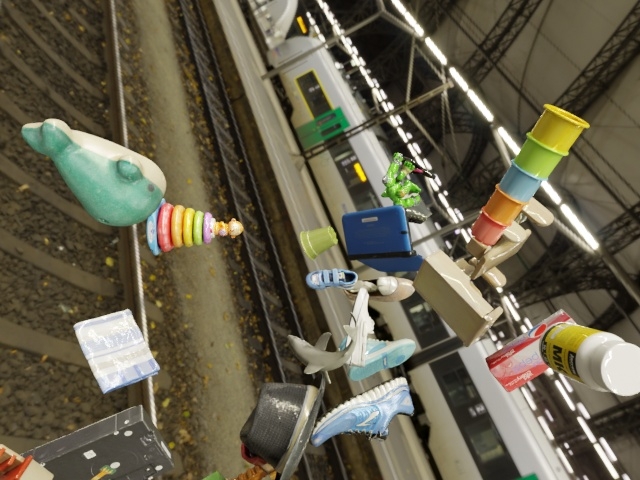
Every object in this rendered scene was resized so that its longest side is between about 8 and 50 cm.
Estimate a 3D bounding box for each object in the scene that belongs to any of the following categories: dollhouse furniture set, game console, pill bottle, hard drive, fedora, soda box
[{"bbox_3d":[0.534,0.105,1.415,0.256,0.394,0.362,51,-27,28],"label":"dollhouse furniture set"},{"bbox_3d":[0.246,0.004,1.592,0.173,0.293,0.250,-13,94,-41],"label":"game console"},{"bbox_3d":[0.566,0.244,0.944,0.119,0.119,0.208,64,-3,1],"label":"pill bottle"},{"bbox_3d":[-0.587,0.583,1.171,0.064,0.339,0.237,-129,-159,-53],"label":"hard drive"},{"bbox_3d":[-0.108,0.460,1.160,0.152,0.334,0.334,25,8,1],"label":"fedora"},{"bbox_3d":[0.604,0.311,1.267,0.092,0.263,0.083,50,14,-1],"label":"soda box"},{"bbox_3d":[-0.653,0.550,0.860,0.135,0.262,0.259,50,18,-24],"label":"dollhouse furniture set"}]

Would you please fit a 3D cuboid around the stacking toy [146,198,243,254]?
[{"bbox_3d":[-0.413,-0.041,1.513,0.166,0.302,0.175,-112,-154,-72],"label":"stacking toy"}]

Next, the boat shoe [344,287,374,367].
[{"bbox_3d":[0.137,0.289,1.492,0.095,0.084,0.258,83,19,-81],"label":"boat shoe"}]

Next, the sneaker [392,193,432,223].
[{"bbox_3d":[0.336,-0.094,1.763,0.118,0.222,0.083,52,-21,12],"label":"sneaker"}]

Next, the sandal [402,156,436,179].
[{"bbox_3d":[0.386,-0.285,1.818,0.179,0.040,0.067,30,0,-11],"label":"sandal"}]

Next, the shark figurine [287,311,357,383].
[{"bbox_3d":[0.011,0.306,1.175,0.116,0.278,0.166,-18,82,-47],"label":"shark figurine"}]

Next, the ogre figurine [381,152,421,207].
[{"bbox_3d":[0.268,-0.179,1.510,0.097,0.118,0.197,25,-32,35],"label":"ogre figurine"}]

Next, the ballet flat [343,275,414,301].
[{"bbox_3d":[0.235,0.202,1.890,0.106,0.316,0.107,45,43,-46],"label":"ballet flat"}]

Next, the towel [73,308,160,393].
[{"bbox_3d":[-0.717,0.380,1.589,0.209,0.034,0.285,-12,56,-46],"label":"towel"}]

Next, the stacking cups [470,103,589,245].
[{"bbox_3d":[0.430,-0.123,0.961,0.096,0.316,0.096,18,30,-11],"label":"stacking cups"}]

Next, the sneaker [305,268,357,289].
[{"bbox_3d":[0.032,0.100,1.194,0.059,0.144,0.053,129,-42,-61],"label":"sneaker"}]

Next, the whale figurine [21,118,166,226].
[{"bbox_3d":[-0.437,-0.121,0.873,0.272,0.216,0.141,41,57,-54],"label":"whale figurine"}]

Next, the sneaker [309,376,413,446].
[{"bbox_3d":[0.125,0.521,1.297,0.130,0.330,0.147,96,-29,-70],"label":"sneaker"}]

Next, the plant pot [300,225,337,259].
[{"bbox_3d":[0.000,0.000,1.193,0.083,0.079,0.083,56,21,-34],"label":"plant pot"}]

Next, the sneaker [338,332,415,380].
[{"bbox_3d":[0.221,0.438,1.886,0.208,0.319,0.127,-128,-151,-50],"label":"sneaker"}]

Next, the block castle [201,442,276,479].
[{"bbox_3d":[-0.286,0.734,1.146,0.303,0.453,0.213,53,-10,53],"label":"block castle"}]
